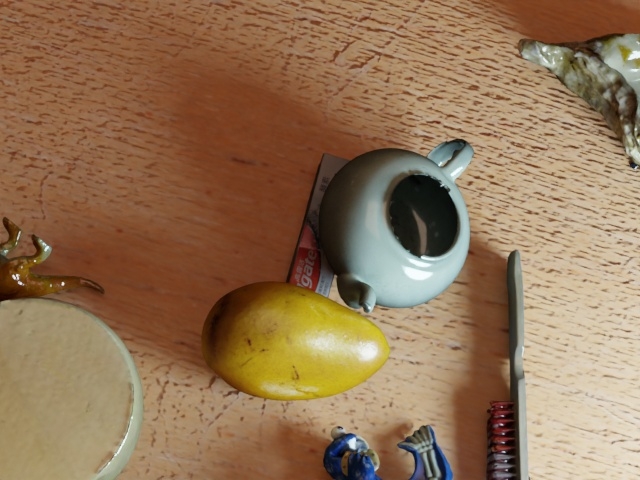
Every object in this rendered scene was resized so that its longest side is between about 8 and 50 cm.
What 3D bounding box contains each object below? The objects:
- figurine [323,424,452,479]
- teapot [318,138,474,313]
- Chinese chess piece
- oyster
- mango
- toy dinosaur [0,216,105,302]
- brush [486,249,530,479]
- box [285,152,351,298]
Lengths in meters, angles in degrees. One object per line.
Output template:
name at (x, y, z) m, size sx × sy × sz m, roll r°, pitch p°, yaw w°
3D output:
figurine at (0.087, 0.323, 1.817) m, size 0.164 × 0.121 × 0.262 m, roll 0°, pitch 44°, yaw -34°
teapot at (0.095, -0.018, 1.909) m, size 0.193 × 0.129 × 0.294 m, roll 45°, pitch 60°, yaw -16°
Chinese chess piece at (-0.326, 0.189, 1.816) m, size 0.250 × 0.097 × 0.251 m, roll 2°, pitch 70°, yaw -6°
oyster at (0.447, -0.159, 2.058) m, size 0.396 × 0.111 × 0.204 m, roll 47°, pitch 53°, yaw 11°
mango at (-0.029, 0.121, 1.856) m, size 0.219 × 0.145 × 0.112 m, roll 9°, pitch 33°, yaw -4°
toy dinosaur at (-0.378, 0.051, 1.884) m, size 0.212 × 0.057 × 0.142 m, roll 33°, pitch 81°, yaw 6°
brush at (0.223, 0.170, 1.917) m, size 0.050 × 0.060 × 0.321 m, roll 0°, pitch 70°, yaw 4°
box at (0.000, 0.000, 1.959) m, size 0.055 × 0.039 × 0.218 m, roll 17°, pitch 68°, yaw -2°
